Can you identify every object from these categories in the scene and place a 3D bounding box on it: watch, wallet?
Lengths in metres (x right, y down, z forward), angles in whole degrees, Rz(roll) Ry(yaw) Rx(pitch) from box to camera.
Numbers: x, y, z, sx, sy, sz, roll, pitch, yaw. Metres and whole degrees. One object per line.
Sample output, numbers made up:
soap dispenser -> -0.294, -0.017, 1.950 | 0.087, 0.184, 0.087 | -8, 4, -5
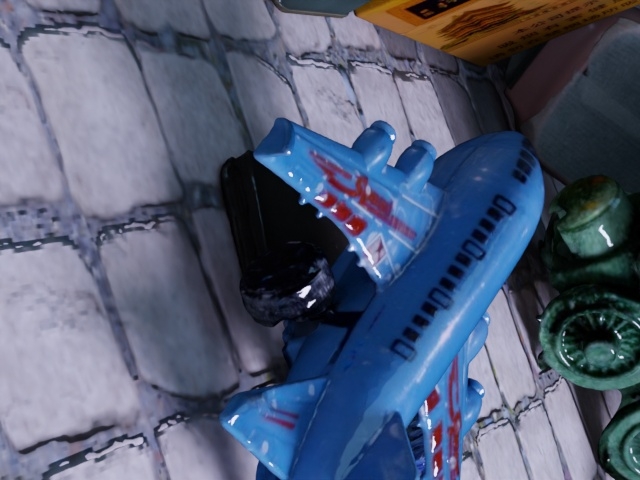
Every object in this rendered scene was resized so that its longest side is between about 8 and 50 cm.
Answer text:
watch -> 0.287, -0.131, 1.199 | 0.253, 0.162, 0.241 | 33, 23, -13
wallet -> 0.000, 0.000, 0.684 | 0.156, 0.018, 0.082 | 7, 66, -63

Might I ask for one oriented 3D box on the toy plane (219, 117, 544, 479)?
toy plane -> 0.035, 0.031, 0.603 | 0.254, 0.105, 0.271 | 69, 30, -31

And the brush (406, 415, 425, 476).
brush -> 0.056, 0.058, 0.750 | 0.033, 0.030, 0.179 | 38, 38, -35

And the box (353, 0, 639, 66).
box -> 0.141, -0.203, 0.951 | 0.274, 0.174, 0.076 | 0, 71, -66

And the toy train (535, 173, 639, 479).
toy train -> 0.296, 0.059, 1.003 | 0.299, 0.238, 0.167 | 55, 31, -29

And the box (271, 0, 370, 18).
box -> -0.007, -0.181, 0.795 | 0.126, 0.031, 0.091 | -15, 86, -67
